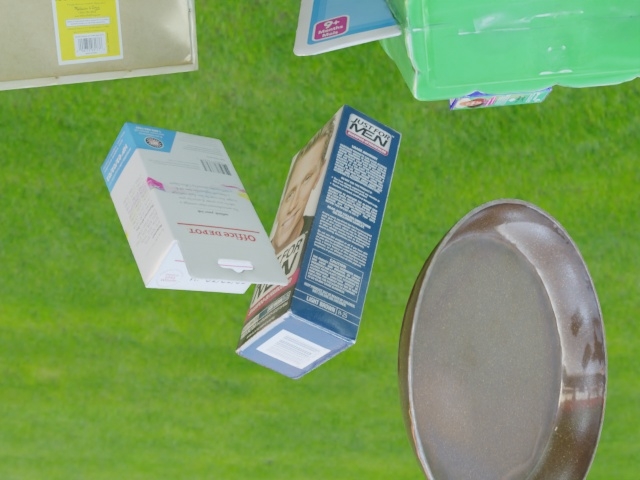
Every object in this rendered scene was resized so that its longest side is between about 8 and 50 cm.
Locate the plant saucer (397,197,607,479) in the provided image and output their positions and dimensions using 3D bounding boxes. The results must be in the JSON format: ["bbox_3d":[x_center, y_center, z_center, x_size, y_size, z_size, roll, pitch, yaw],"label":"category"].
[{"bbox_3d":[0.168,0.117,0.875,0.050,0.311,0.310,-4,153,45],"label":"plant saucer"}]

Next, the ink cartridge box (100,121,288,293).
[{"bbox_3d":[-0.112,-0.014,0.822,0.104,0.181,0.061,6,133,-40],"label":"ink cartridge box"}]

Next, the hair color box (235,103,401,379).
[{"bbox_3d":[0.000,0.000,1.317,0.105,0.347,0.174,26,146,-17],"label":"hair color box"}]

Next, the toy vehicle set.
[{"bbox_3d":[-0.243,-0.244,0.948,0.266,0.166,0.035,-15,-160,-42],"label":"toy vehicle set"}]

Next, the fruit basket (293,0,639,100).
[{"bbox_3d":[0.149,-0.256,0.685,0.327,0.353,0.165,-3,138,9],"label":"fruit basket"}]

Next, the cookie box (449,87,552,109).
[{"bbox_3d":[0.193,-0.197,1.042,0.107,0.092,0.040,-5,170,-5],"label":"cookie box"}]
